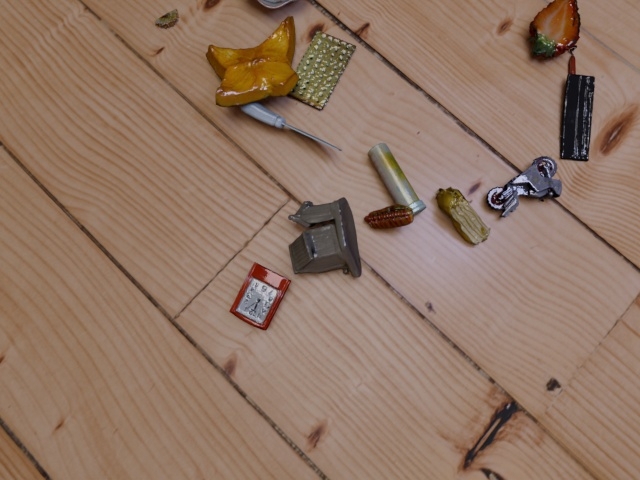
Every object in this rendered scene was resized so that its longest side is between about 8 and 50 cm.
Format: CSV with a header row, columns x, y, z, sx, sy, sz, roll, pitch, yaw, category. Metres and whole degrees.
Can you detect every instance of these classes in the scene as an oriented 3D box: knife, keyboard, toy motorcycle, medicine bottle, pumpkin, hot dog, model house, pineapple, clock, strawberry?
x,y,z,sx,sy,sz,roll,pitch,yaw,category
-0.081,-0.324,1.236,0.331,0.080,0.044,27,103,8,knife
0.735,-0.354,1.238,0.087,0.017,0.251,6,87,2,keyboard
0.568,-0.135,1.188,0.215,0.080,0.123,-34,79,1,toy motorcycle
0.209,-0.165,1.205,0.073,0.074,0.218,-27,79,-3,medicine bottle
-0.179,-0.505,1.244,0.290,0.095,0.259,-18,61,-3,pumpkin
0.184,-0.063,1.169,0.144,0.038,0.062,-6,94,37,hot dog
0.004,-0.003,1.157,0.188,0.122,0.230,-10,76,5,model house
-0.472,-0.683,1.337,0.083,0.019,0.045,-31,78,-7,pineapple
-0.161,0.153,1.164,0.113,0.061,0.155,27,85,6,clock
0.679,-0.609,1.262,0.140,0.085,0.193,-7,74,8,strawberry

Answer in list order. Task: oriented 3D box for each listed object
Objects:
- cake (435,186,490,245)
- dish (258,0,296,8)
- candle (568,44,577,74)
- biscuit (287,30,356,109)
x,y,z,sx,sy,sz,roll,pitch,yaw,category
0.380,-0.069,1.200,0.185,0.116,0.080,41,87,-24,cake
-0.134,-0.793,1.319,0.229,0.081,0.230,0,83,-1,dish
0.743,-0.502,1.273,0.026,0.021,0.168,6,81,2,candle
0.000,-0.511,1.296,0.139,0.016,0.232,26,82,6,biscuit
